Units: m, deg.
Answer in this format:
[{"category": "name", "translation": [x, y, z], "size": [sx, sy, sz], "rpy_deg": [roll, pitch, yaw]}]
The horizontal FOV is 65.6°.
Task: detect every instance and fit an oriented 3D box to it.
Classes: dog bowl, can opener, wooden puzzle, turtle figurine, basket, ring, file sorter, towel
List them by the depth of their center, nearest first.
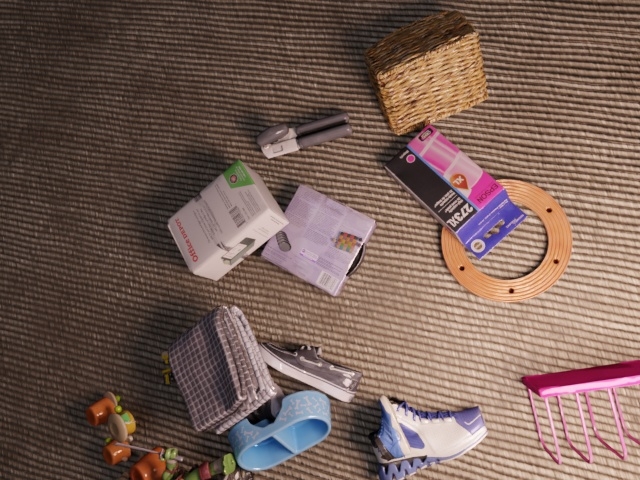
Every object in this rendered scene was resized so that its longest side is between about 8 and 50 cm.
[{"category": "file sorter", "translation": [0.662, 0.403, 1.169], "size": [0.291, 0.202, 0.182], "rpy_deg": [-12, 81, 10]}, {"category": "turtle figurine", "translation": [-0.356, 0.632, 1.242], "size": [0.267, 0.274, 0.197], "rpy_deg": [-16, 39, 10]}, {"category": "dog bowl", "translation": [-0.102, 0.512, 1.321], "size": [0.297, 0.166, 0.074], "rpy_deg": [-30, 38, 5]}, {"category": "towel", "translation": [-0.277, 0.345, 1.325], "size": [0.235, 0.121, 0.283], "rpy_deg": [-38, 63, 22]}, {"category": "ring", "translation": [0.500, 0.000, 1.350], "size": [0.337, 0.032, 0.336], "rpy_deg": [-2, 81, 10]}, {"category": "wooden puzzle", "translation": [0.074, 0.006, 1.381], "size": [0.083, 0.006, 0.049], "rpy_deg": [18, 86, 12]}, {"category": "basket", "translation": [0.296, -0.484, 1.433], "size": [0.299, 0.223, 0.213], "rpy_deg": [-23, 45, 7]}, {"category": "can opener", "translation": [-0.051, -0.318, 1.476], "size": [0.284, 0.095, 0.075], "rpy_deg": [-15, 80, 9]}]

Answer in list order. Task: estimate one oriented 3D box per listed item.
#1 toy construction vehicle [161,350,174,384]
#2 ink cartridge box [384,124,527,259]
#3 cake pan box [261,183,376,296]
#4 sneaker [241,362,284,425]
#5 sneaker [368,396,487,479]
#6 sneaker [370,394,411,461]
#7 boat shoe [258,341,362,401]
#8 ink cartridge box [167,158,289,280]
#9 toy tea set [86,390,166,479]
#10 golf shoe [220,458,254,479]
[{"category": "toy construction vehicle", "translation": [-0.433, 0.373, 1.486], "size": [0.086, 0.035, 0.098], "rpy_deg": [-21, 75, 19]}, {"category": "ink cartridge box", "translation": [0.363, -0.138, 1.358], "size": [0.176, 0.069, 0.371], "rpy_deg": [-43, 69, 2]}, {"category": "cake pan box", "translation": [0.000, 0.000, 1.433], "size": [0.267, 0.070, 0.245], "rpy_deg": [27, 90, 14]}, {"category": "sneaker", "translation": [-0.215, 0.401, 1.399], "size": [0.153, 0.101, 0.268], "rpy_deg": [-32, 75, 7]}, {"category": "sneaker", "translation": [0.254, 0.477, 1.278], "size": [0.316, 0.127, 0.182], "rpy_deg": [-29, 79, 8]}, {"category": "sneaker", "translation": [0.155, 0.467, 1.227], "size": [0.085, 0.058, 0.152], "rpy_deg": [-25, 83, 7]}, {"category": "boat shoe", "translation": [-0.033, 0.334, 1.370], "size": [0.301, 0.108, 0.102], "rpy_deg": [23, 87, 11]}, {"category": "ink cartridge box", "translation": [-0.271, -0.055, 1.437], "size": [0.289, 0.121, 0.211], "rpy_deg": [-38, 62, 10]}, {"category": "toy tea set", "translation": [-0.546, 0.586, 1.453], "size": [0.200, 0.124, 0.336], "rpy_deg": [-36, 78, 35]}, {"category": "golf shoe", "translation": [-0.228, 0.686, 1.335], "size": [0.094, 0.077, 0.198], "rpy_deg": [-9, 40, 0]}]
